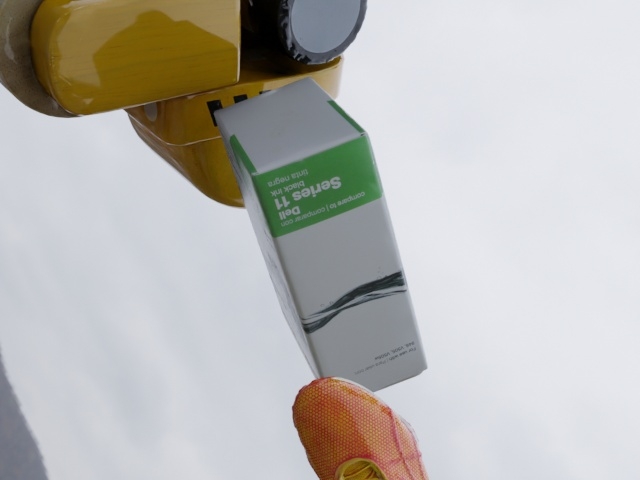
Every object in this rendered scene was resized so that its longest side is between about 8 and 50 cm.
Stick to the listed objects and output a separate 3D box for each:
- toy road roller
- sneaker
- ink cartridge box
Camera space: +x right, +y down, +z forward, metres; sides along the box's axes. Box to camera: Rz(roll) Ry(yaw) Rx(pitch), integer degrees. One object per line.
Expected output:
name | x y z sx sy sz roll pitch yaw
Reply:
toy road roller | -0.129 -0.140 0.730 0.202 0.329 0.241 37 -47 41
sneaker | 0.042 0.154 0.484 0.175 0.064 0.067 58 5 -3
ink cartridge box | 0.000 0.000 0.659 0.153 0.087 0.208 -125 -165 -60
